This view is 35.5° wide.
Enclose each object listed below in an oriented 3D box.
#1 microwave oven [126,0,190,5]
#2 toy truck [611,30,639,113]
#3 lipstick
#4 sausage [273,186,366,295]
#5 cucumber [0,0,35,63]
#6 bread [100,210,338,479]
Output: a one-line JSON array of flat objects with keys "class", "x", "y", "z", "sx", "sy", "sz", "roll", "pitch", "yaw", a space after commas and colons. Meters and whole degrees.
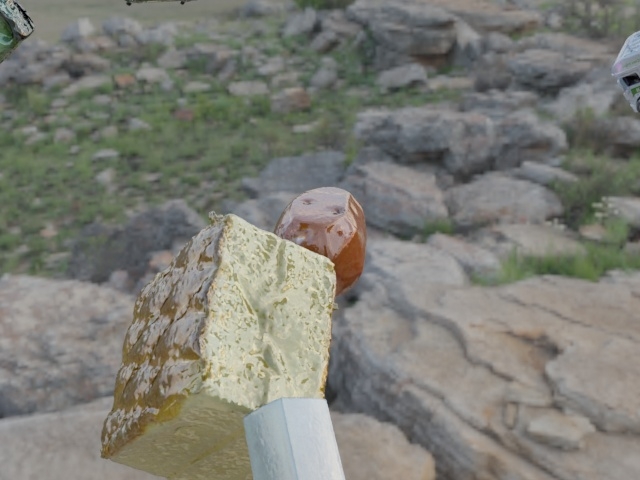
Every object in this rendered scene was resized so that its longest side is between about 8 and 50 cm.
[{"class": "microwave oven", "x": -0.252, "y": -0.420, "z": 1.444, "sx": 0.163, "sy": 0.129, "sz": 0.205, "roll": 35, "pitch": 25, "yaw": 14}, {"class": "toy truck", "x": 0.504, "y": -0.261, "z": 1.370, "sx": 0.216, "sy": 0.116, "sz": 0.110, "roll": -18, "pitch": 31, "yaw": 52}, {"class": "lipstick", "x": -0.002, "y": 0.356, "z": 1.071, "sx": 0.080, "sy": 0.371, "sz": 0.076, "roll": 10, "pitch": -33, "yaw": -43}, {"class": "sausage", "x": 0.000, "y": -0.001, "z": 1.652, "sx": 0.153, "sy": 0.141, "sz": 0.268, "roll": -1, "pitch": 17, "yaw": 6}, {"class": "cucumber", "x": -0.371, "y": -0.267, "z": 1.004, "sx": 0.115, "sy": 0.193, "sz": 0.086, "roll": -27, "pitch": 19, "yaw": 42}, {"class": "bread", "x": -0.130, "y": 0.158, "z": 1.333, "sx": 0.207, "sy": 0.279, "sz": 0.279, "roll": 28, "pitch": 45, "yaw": -24}]
